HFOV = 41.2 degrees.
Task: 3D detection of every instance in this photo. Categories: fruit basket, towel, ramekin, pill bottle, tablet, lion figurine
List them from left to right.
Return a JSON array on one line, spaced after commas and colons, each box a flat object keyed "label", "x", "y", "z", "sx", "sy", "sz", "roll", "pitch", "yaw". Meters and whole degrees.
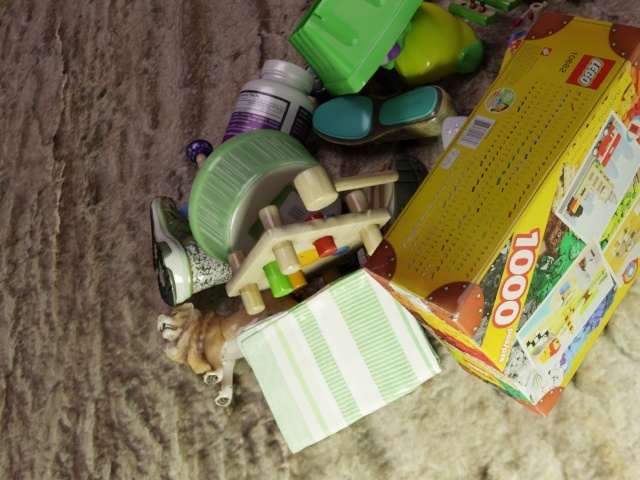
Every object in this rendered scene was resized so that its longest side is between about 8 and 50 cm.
[{"label": "tablet", "x": -0.323, "y": -0.080, "z": 2.131, "sx": 0.083, "sy": 0.006, "sz": 0.054, "roll": -34, "pitch": 45, "yaw": 13}, {"label": "lion figurine", "x": -0.146, "y": 0.179, "z": 1.742, "sx": 0.392, "sy": 0.142, "sz": 0.240, "roll": -21, "pitch": 40, "yaw": 6}, {"label": "pill bottle", "x": -0.123, "y": -0.236, "z": 1.931, "sx": 0.181, "sy": 0.181, "sz": 0.323, "roll": 12, "pitch": 78, "yaw": 41}, {"label": "ramekin", "x": -0.102, "y": -0.061, "z": 1.732, "sx": 0.303, "sy": 0.303, "sz": 0.148, "roll": -49, "pitch": 42, "yaw": -3}, {"label": "towel", "x": 0.030, "y": 0.206, "z": 1.551, "sx": 0.325, "sy": 0.038, "sz": 0.248, "roll": -30, "pitch": 80, "yaw": 13}, {"label": "fruit basket", "x": 0.147, "y": -0.413, "z": 1.814, "sx": 0.283, "sy": 0.392, "sz": 0.392, "roll": -54, "pitch": 44, "yaw": 2}]

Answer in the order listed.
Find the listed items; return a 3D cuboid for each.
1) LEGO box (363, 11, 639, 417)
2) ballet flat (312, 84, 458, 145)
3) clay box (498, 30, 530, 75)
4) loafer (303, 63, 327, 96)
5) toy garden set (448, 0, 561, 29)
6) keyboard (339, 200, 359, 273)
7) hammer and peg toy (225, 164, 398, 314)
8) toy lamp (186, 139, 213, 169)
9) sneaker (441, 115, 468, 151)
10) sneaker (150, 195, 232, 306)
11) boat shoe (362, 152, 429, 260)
[{"label": "LEGO box", "x": 0.350, "y": -0.035, "z": 1.328, "sx": 0.193, "sy": 0.372, "sz": 0.500, "roll": 27, "pitch": 79, "yaw": 45}, {"label": "ballet flat", "x": 0.141, "y": -0.256, "z": 1.833, "sx": 0.348, "sy": 0.123, "sz": 0.123, "roll": -3, "pitch": 58, "yaw": 40}, {"label": "clay box", "x": 0.423, "y": -0.322, "z": 1.709, "sx": 0.127, "sy": 0.053, "sz": 0.222, "roll": 3, "pitch": 61, "yaw": 38}, {"label": "loafer", "x": 0.075, "y": -0.456, "z": 2.041, "sx": 0.302, "sy": 0.095, "sz": 0.109, "roll": -40, "pitch": 82, "yaw": 3}, {"label": "toy garden set", "x": 0.427, "y": -0.526, "z": 1.793, "sx": 0.244, "sy": 0.049, "sz": 0.204, "roll": -35, "pitch": 48, "yaw": -21}, {"label": "keyboard", "x": 0.043, "y": -0.010, "z": 1.794, "sx": 0.108, "sy": 0.023, "sz": 0.180, "roll": -27, "pitch": 48, "yaw": 19}, {"label": "hammer and peg toy", "x": 0.000, "y": 0.000, "z": 1.535, "sx": 0.361, "sy": 0.266, "sz": 0.127, "roll": -48, "pitch": 59, "yaw": 53}, {"label": "toy lamp", "x": -0.271, "y": -0.142, "z": 2.089, "sx": 0.080, "sy": 0.080, "sz": 0.275, "roll": -34, "pitch": 43, "yaw": 12}, {"label": "sneaker", "x": 0.353, "y": -0.234, "z": 1.599, "sx": 0.210, "sy": 0.137, "sz": 0.366, "roll": 25, "pitch": 95, "yaw": 46}, {"label": "sneaker", "x": -0.296, "y": 0.018, "z": 1.977, "sx": 0.182, "sy": 0.158, "sz": 0.410, "roll": -4, "pitch": 29, "yaw": -16}, {"label": "boat shoe", "x": 0.141, "y": -0.008, "z": 1.663, "sx": 0.120, "sy": 0.122, "sz": 0.324, "roll": -24, "pitch": 51, "yaw": 52}]
